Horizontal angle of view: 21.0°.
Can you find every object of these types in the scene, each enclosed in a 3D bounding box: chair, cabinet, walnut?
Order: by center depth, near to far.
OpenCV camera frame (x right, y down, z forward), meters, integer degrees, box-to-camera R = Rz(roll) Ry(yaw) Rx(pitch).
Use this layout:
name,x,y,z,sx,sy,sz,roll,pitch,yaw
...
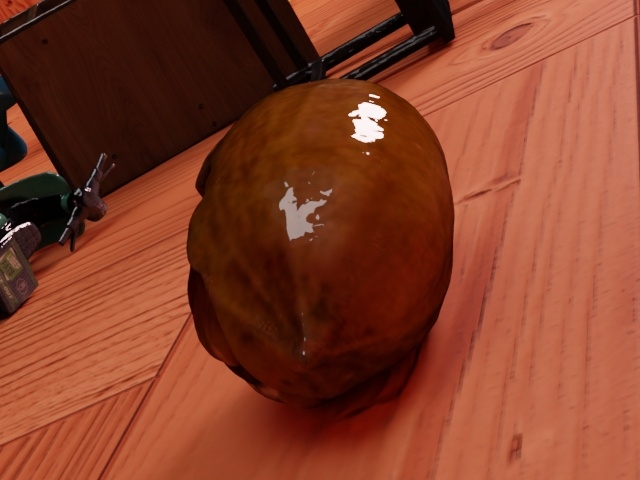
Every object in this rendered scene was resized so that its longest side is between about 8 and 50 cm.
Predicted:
name,x,y,z,sx,sy,sz,roll,pitch,yaw
walnut,0.000,0.000,0.696,0.115,0.116,0.207,-26,22,12
chair,0.044,-0.205,1.198,0.260,0.154,0.141,-29,15,11
cabinet,-0.135,-0.156,1.365,0.215,0.148,0.175,-29,15,-2

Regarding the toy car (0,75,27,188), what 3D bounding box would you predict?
name,x,y,z,sx,sy,sz,roll,pitch,yaw
toy car,-0.336,-0.073,1.407,0.188,0.190,0.255,122,158,-46

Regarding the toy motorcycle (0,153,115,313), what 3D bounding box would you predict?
name,x,y,z,sx,sy,sz,roll,pitch,yaw
toy motorcycle,-0.208,-0.001,1.176,0.100,0.058,0.173,-12,23,29
